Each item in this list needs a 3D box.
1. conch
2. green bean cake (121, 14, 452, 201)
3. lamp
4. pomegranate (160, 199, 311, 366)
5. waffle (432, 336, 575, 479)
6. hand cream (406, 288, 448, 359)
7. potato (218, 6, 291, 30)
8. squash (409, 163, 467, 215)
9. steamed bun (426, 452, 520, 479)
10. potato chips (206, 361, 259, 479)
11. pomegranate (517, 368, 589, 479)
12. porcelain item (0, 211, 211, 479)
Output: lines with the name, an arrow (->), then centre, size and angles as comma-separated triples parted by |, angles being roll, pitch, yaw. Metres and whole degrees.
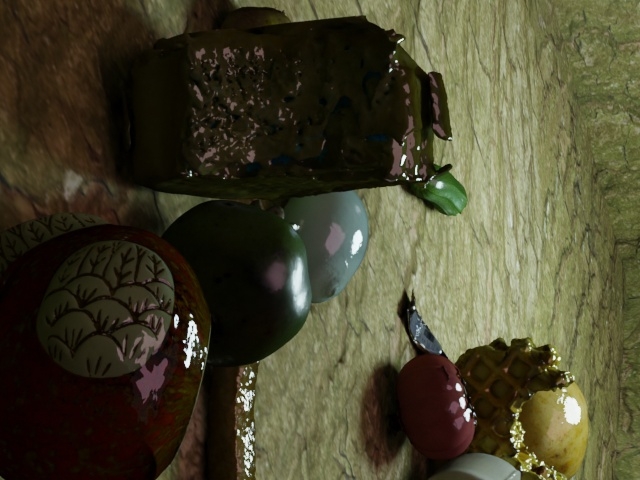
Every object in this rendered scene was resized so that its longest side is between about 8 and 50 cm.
conch -> 0.004, 0.003, 1.457 | 0.221, 0.121, 0.184 | -57, 166, -59
green bean cake -> -0.032, -0.152, 1.152 | 0.285, 0.310, 0.202 | 0, 88, -67
lamp -> 0.183, 0.278, 1.748 | 0.182, 0.140, 0.182 | -16, 90, -80
pomegranate -> -0.089, 0.032, 1.154 | 0.225, 0.187, 0.187 | -57, 136, -54
waffle -> 0.328, 0.337, 1.889 | 0.151, 0.261, 0.324 | 14, 75, -72
hand cream -> 0.184, 0.165, 1.883 | 0.163, 0.039, 0.062 | 61, 36, -31
potato -> -0.077, -0.256, 1.357 | 0.138, 0.070, 0.091 | -23, 105, -64
squash -> 0.223, -0.096, 1.968 | 0.219, 0.068, 0.077 | 30, 43, -60
steamed bun -> 0.236, 0.484, 1.769 | 0.146, 0.164, 0.241 | -13, 109, -61
potato chips -> -0.095, 0.268, 1.218 | 0.057, 0.080, 0.406 | 12, 71, -49
pomegranate -> 0.420, 0.374, 2.104 | 0.260, 0.261, 0.260 | -5, 90, -65
porcelain item -> -0.216, 0.096, 0.875 | 0.253, 0.253, 0.252 | -5, 90, -65
